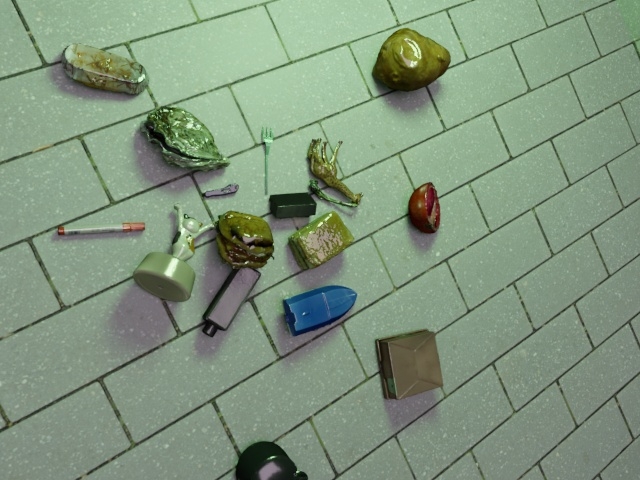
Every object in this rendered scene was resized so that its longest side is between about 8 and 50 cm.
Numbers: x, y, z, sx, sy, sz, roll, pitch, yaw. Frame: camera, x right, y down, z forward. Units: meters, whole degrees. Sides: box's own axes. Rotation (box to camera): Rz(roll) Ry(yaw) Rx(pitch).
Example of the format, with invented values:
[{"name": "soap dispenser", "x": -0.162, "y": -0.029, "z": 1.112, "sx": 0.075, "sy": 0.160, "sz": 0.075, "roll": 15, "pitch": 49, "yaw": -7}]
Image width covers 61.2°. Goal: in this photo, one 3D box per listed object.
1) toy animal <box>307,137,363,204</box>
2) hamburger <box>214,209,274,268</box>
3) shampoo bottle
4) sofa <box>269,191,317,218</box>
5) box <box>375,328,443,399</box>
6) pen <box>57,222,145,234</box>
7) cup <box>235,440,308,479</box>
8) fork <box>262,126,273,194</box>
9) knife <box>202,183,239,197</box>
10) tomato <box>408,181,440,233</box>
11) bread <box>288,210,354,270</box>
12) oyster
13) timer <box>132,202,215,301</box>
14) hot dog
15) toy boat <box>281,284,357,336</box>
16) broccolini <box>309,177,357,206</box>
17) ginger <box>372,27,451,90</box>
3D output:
[{"name": "toy animal", "x": 0.048, "y": -0.236, "z": 1.886, "sx": 0.149, "sy": 0.054, "sz": 0.276, "roll": -26, "pitch": 94, "yaw": -25}, {"name": "hamburger", "x": -0.226, "y": -0.013, "z": 1.674, "sx": 0.183, "sy": 0.130, "sz": 0.206, "roll": 10, "pitch": 42, "yaw": -28}, {"name": "shampoo bottle", "x": -0.285, "y": 0.187, "z": 1.682, "sx": 0.079, "sy": 0.080, "sz": 0.246, "roll": 36, "pitch": 72, "yaw": -14}, {"name": "sofa", "x": -0.094, "y": -0.114, "z": 1.813, "sx": 0.147, "sy": 0.085, "sz": 0.060, "roll": -7, "pitch": 128, "yaw": -24}, {"name": "box", "x": 0.314, "y": 0.435, "z": 1.906, "sx": 0.215, "sy": 0.086, "sz": 0.215, "roll": -7, "pitch": 86, "yaw": -23}, {"name": "pen", "x": -0.638, "y": -0.035, "z": 1.585, "sx": 0.238, "sy": 0.028, "sz": 0.028, "roll": -5, "pitch": 86, "yaw": -23}, {"name": "cup", "x": -0.135, "y": 0.708, "z": 1.636, "sx": 0.222, "sy": 0.176, "sz": 0.170, "roll": 15, "pitch": 75, "yaw": -20}, {"name": "fork", "x": -0.176, "y": -0.270, "z": 1.812, "sx": 0.039, "sy": 0.021, "sz": 0.235, "roll": 2, "pitch": 83, "yaw": -20}, {"name": "knife", "x": -0.321, "y": -0.160, "z": 1.739, "sx": 0.121, "sy": 0.018, "sz": 0.031, "roll": -14, "pitch": 97, "yaw": -23}, {"name": "tomato", "x": 0.377, "y": -0.120, "z": 1.995, "sx": 0.189, "sy": 0.099, "sz": 0.173, "roll": 51, "pitch": 44, "yaw": -52}, {"name": "bread", "x": 0.000, "y": 0.000, "z": 1.814, "sx": 0.196, "sy": 0.102, "sz": 0.138, "roll": -32, "pitch": 94, "yaw": -22}, {"name": "oyster", "x": -0.420, "y": -0.300, "z": 1.675, "sx": 0.268, "sy": 0.112, "sz": 0.198, "roll": 47, "pitch": 48, "yaw": -3}, {"name": "timer", "x": -0.423, "y": 0.030, "z": 1.622, "sx": 0.175, "sy": 0.175, "sz": 0.266, "roll": 30, "pitch": 57, "yaw": -17}, {"name": "hot dog", "x": -0.641, "y": -0.511, "z": 1.619, "sx": 0.252, "sy": 0.069, "sz": 0.131, "roll": 11, "pitch": 71, "yaw": -25}, {"name": "toy boat", "x": 0.009, "y": 0.220, "z": 1.808, "sx": 0.295, "sy": 0.088, "sz": 0.129, "roll": -15, "pitch": 90, "yaw": -35}, {"name": "broccolini", "x": 0.038, "y": -0.153, "z": 1.881, "sx": 0.194, "sy": 0.052, "sz": 0.054, "roll": 25, "pitch": 40, "yaw": -20}, {"name": "ginger", "x": 0.336, "y": -0.642, "z": 1.974, "sx": 0.269, "sy": 0.200, "sz": 0.223, "roll": 28, "pitch": 72, "yaw": -18}]
